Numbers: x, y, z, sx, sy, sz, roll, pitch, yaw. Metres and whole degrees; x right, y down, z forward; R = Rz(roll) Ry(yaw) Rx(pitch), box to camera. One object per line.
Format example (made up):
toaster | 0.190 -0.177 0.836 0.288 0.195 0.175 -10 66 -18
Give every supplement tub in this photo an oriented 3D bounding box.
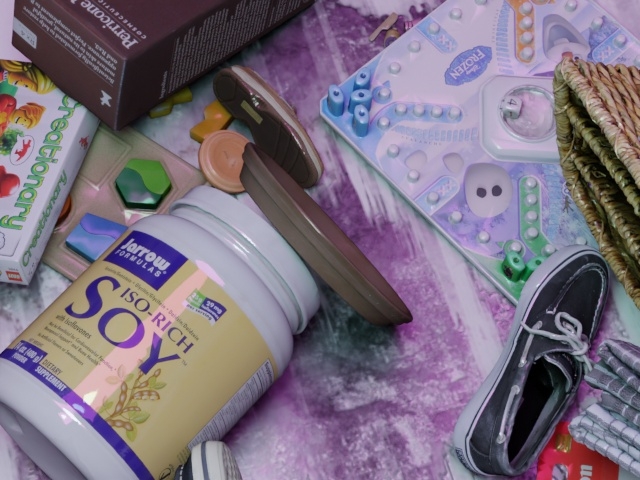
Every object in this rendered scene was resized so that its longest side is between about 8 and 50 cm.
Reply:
supplement tub | -0.182 0.123 1.739 0.241 0.241 0.331 37 68 16

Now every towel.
towel | 0.446 0.186 1.690 0.235 0.121 0.283 -13 28 -37

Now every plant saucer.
plant saucer | 0.000 0.000 1.800 0.041 0.278 0.278 -43 70 3
plant saucer | -0.112 -0.099 1.960 0.083 0.013 0.083 12 64 -25

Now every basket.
basket | 0.363 -0.036 1.756 0.223 0.213 0.299 1 44 -30

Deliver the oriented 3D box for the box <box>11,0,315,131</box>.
box | -0.182 -0.318 1.971 0.191 0.143 0.381 39 55 17

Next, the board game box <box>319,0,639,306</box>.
board game box | 0.265 -0.161 1.987 0.390 0.050 0.390 -39 73 -19

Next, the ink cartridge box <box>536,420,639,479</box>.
ink cartridge box | 0.357 0.289 1.771 0.224 0.056 0.181 9 63 2

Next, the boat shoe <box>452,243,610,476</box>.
boat shoe | 0.263 0.134 1.795 0.113 0.105 0.306 46 67 -21

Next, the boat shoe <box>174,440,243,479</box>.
boat shoe | -0.145 0.451 1.585 0.156 0.187 0.500 1 78 8

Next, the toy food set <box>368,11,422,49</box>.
toy food set | 0.127 -0.254 2.059 0.122 0.019 0.078 36 68 16

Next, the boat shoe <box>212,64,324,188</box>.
boat shoe | -0.051 -0.150 1.981 0.190 0.068 0.072 53 39 10

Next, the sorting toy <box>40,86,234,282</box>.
sorting toy | -0.253 -0.092 1.958 0.229 0.041 0.307 30 67 14

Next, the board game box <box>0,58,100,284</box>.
board game box | -0.393 -0.091 1.910 0.193 0.053 0.305 7 54 14
